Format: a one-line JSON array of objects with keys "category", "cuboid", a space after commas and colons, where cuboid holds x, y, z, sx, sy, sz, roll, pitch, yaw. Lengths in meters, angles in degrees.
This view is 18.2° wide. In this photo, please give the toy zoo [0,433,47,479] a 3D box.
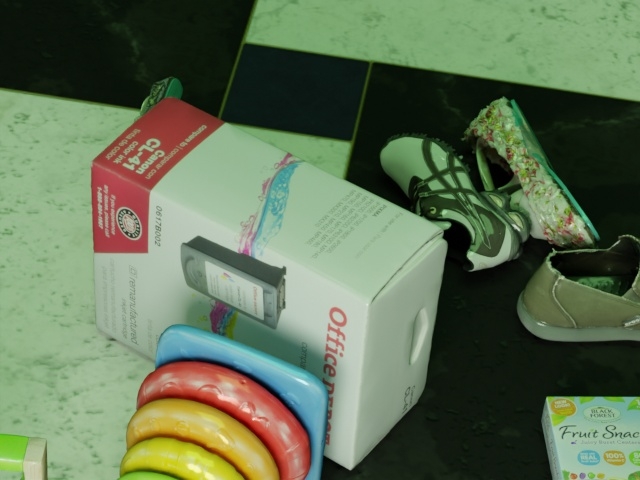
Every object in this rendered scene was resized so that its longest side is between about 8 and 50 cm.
[{"category": "toy zoo", "cuboid": [-0.367, 0.220, 1.619, 0.293, 0.192, 0.030, 5, 41, 0]}]

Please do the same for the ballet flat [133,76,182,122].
[{"category": "ballet flat", "cuboid": [-0.179, -0.132, 2.148, 0.041, 0.041, 0.114, 10, 42, 5]}]

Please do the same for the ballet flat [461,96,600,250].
[{"category": "ballet flat", "cuboid": [0.215, -0.055, 2.082, 0.077, 0.091, 0.241, -31, 42, 5]}]

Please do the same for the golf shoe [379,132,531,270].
[{"category": "golf shoe", "cuboid": [0.119, -0.040, 2.043, 0.094, 0.077, 0.198, -30, 52, -33]}]

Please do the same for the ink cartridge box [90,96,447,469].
[{"category": "ink cartridge box", "cuboid": [-0.055, 0.037, 1.829, 0.306, 0.226, 0.131, 28, 47, 24]}]

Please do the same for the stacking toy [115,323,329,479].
[{"category": "stacking toy", "cuboid": [-0.122, 0.233, 1.665, 0.166, 0.175, 0.302, 19, 51, 13]}]

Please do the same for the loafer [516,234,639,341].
[{"category": "loafer", "cuboid": [0.321, 0.047, 1.958, 0.251, 0.087, 0.094, -5, 43, -11]}]

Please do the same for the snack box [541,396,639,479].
[{"category": "snack box", "cuboid": [0.261, 0.204, 1.816, 0.100, 0.037, 0.141, 2, 42, -6]}]
